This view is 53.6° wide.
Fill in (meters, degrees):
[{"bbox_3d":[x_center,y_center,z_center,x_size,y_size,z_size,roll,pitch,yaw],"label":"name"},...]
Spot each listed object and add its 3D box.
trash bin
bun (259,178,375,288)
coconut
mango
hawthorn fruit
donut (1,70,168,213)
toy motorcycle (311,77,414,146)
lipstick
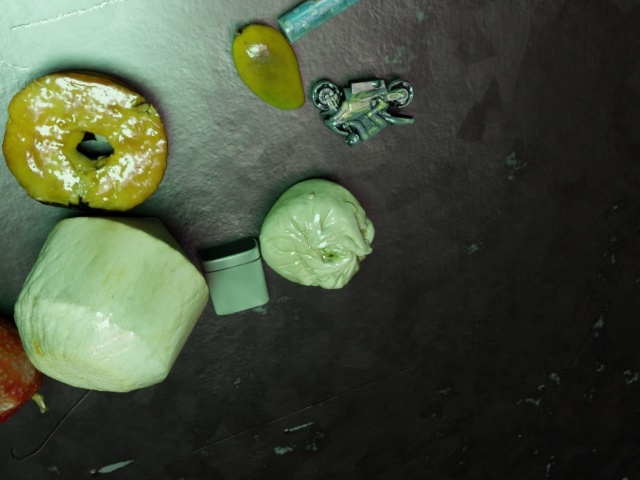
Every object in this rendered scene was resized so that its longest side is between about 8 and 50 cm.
[{"bbox_3d":[-0.168,0.071,1.245,0.116,0.059,0.129,-14,122,-8],"label":"trash bin"},{"bbox_3d":[0.000,0.000,1.213,0.230,0.145,0.229,-10,122,-16],"label":"bun"},{"bbox_3d":[-0.340,0.088,1.080,0.329,0.328,0.328,-8,119,-14],"label":"coconut"},{"bbox_3d":[-0.085,-0.291,1.076,0.101,0.066,0.187,-34,131,3],"label":"mango"},{"bbox_3d":[-0.593,0.241,1.128,0.205,0.205,0.253,-42,128,7],"label":"hawthorn fruit"},{"bbox_3d":[-0.373,-0.158,1.022,0.254,0.118,0.253,-9,121,-15],"label":"donut"},{"bbox_3d":[0.078,-0.232,1.156,0.194,0.061,0.124,-3,112,-9],"label":"toy motorcycle"},{"bbox_3d":[0.005,-0.390,1.056,0.158,0.048,0.048,-32,122,1],"label":"lipstick"}]
